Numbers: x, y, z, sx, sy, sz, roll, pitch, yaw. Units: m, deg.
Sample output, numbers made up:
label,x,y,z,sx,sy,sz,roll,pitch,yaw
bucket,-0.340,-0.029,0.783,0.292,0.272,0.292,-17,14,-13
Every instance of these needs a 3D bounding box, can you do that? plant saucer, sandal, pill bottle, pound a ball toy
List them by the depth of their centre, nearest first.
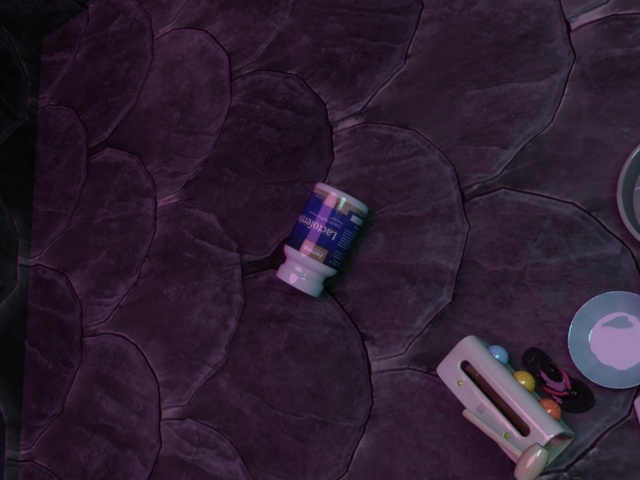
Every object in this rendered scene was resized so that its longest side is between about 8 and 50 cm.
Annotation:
label,x,y,z,sx,sy,sz,roll,pitch,yaw
plant saucer,0.596,0.199,1.560,0.194,0.037,0.195,-13,66,32
pound a ball toy,0.375,0.326,1.561,0.136,0.208,0.319,-50,52,10
sandal,0.480,0.286,1.607,0.067,0.040,0.179,-52,52,8
pill bottle,0.000,0.000,1.981,0.153,0.153,0.265,27,90,38

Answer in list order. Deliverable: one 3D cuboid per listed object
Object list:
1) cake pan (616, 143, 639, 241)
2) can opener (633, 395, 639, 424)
label,x,y,z,sx,sy,sz,roll,pitch,yaw
cake pan,0.745,-0.099,1.553,0.293,0.054,0.294,-13,66,31
can opener,0.635,0.401,1.420,0.075,0.095,0.284,-23,55,28
